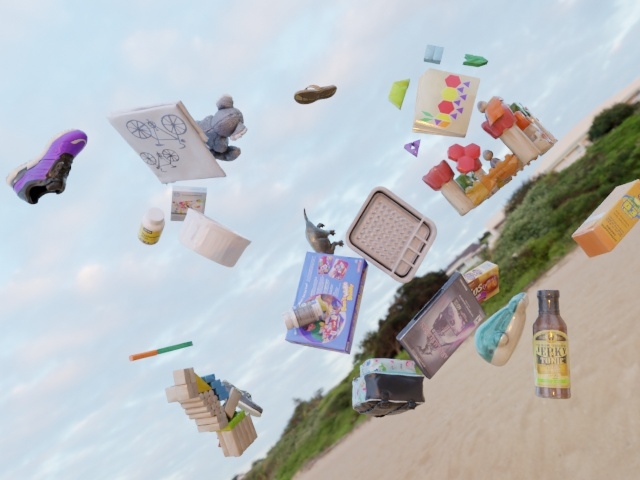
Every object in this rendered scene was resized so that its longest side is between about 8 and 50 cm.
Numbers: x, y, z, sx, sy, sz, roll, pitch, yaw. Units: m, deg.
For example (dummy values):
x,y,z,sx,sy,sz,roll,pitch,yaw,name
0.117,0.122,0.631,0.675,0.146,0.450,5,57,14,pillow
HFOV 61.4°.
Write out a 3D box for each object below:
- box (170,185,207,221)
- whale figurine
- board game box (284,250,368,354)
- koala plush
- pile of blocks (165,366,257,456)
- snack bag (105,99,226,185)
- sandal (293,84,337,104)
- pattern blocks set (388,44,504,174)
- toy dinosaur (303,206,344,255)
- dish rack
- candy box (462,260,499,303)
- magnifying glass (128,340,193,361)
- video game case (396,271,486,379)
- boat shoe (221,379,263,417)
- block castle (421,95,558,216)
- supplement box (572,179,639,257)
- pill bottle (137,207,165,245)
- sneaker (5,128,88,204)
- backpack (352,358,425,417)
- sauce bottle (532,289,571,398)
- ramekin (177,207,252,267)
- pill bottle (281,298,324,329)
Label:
x,y,z,sx,sy,sz,roll,pitch,yaw,name
-0.573,-0.156,2.340,0.145,0.038,0.186,2,-43,-18,box
0.626,0.298,1.866,0.216,0.141,0.271,-21,-50,-56,whale figurine
0.027,0.225,1.992,0.078,0.234,0.346,51,-130,-63,board game box
-0.356,-0.405,1.952,0.221,0.196,0.203,-25,-6,42,koala plush
-0.327,0.487,1.578,0.113,0.362,0.149,-16,30,27,pile of blocks
-0.514,-0.325,1.853,0.342,0.323,0.037,58,-140,-43,snack bag
-0.023,-0.532,1.928,0.180,0.049,0.072,-21,-19,-28,sandal
0.313,-0.342,1.360,0.026,0.286,0.324,76,-141,-71,pattern blocks set
0.000,0.000,2.276,0.121,0.313,0.160,-17,2,34,toy dinosaur
0.270,-0.022,2.122,0.285,0.333,0.072,-58,15,-10,dish rack
0.507,0.156,1.780,0.187,0.053,0.109,-25,-61,-27,candy box
-0.540,0.375,1.841,0.092,0.026,0.231,-21,-9,42,magnifying glass
0.366,0.254,1.607,0.274,0.196,0.026,-45,28,-15,video game case
-0.309,0.608,2.086,0.068,0.228,0.081,-52,-32,-34,boat shoe
0.497,-0.263,1.593,0.303,0.212,0.453,-43,-10,29,block castle
0.753,-0.058,1.382,0.233,0.078,0.080,-40,-1,-24,supplement box
-0.478,-0.042,1.531,0.065,0.065,0.116,-24,-20,-39,pill bottle
-0.842,-0.223,1.723,0.293,0.146,0.102,-41,-18,-3,sneaker
0.221,0.513,1.855,0.225,0.190,0.253,5,-33,-10,backpack
0.738,0.330,1.736,0.112,0.343,0.111,0,-10,0,sauce bottle
-0.419,-0.005,2.100,0.135,0.277,0.277,-62,-18,-2,ramekin
-0.064,0.262,1.894,0.137,0.078,0.078,-19,-21,-8,pill bottle
